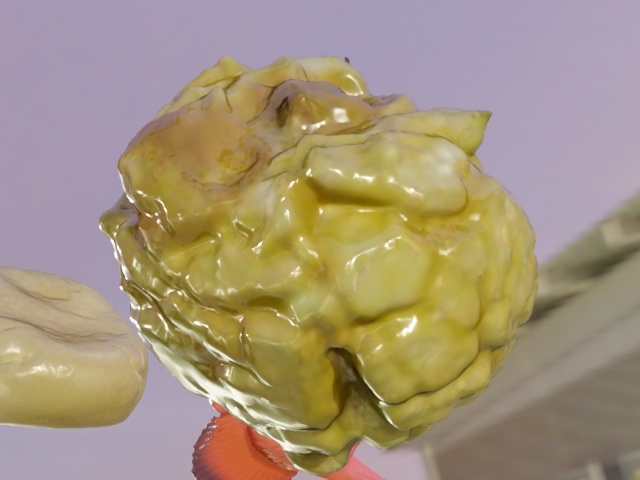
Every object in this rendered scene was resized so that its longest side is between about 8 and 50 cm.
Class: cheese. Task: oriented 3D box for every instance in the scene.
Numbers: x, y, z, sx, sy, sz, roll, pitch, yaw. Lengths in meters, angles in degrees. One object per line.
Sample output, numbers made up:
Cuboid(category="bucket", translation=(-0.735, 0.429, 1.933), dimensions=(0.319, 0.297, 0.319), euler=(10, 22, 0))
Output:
Cuboid(category="cheese", translation=(-0.277, 0.111, 1.925), dimensions=(0.226, 0.117, 0.214), euler=(11, 18, -15))

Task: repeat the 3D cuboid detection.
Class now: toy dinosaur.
Cuboid(category="toy dinosaur", translation=(-0.029, 0.207, 1.791), dimensions=(0.139, 0.070, 0.286), euler=(-43, -52, 2))

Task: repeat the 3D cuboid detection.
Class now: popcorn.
Cuboid(category="popcorn", translation=(0.008, 0.000, 1.094), dimensions=(0.225, 0.249, 0.249), euler=(-38, -3, -25))
